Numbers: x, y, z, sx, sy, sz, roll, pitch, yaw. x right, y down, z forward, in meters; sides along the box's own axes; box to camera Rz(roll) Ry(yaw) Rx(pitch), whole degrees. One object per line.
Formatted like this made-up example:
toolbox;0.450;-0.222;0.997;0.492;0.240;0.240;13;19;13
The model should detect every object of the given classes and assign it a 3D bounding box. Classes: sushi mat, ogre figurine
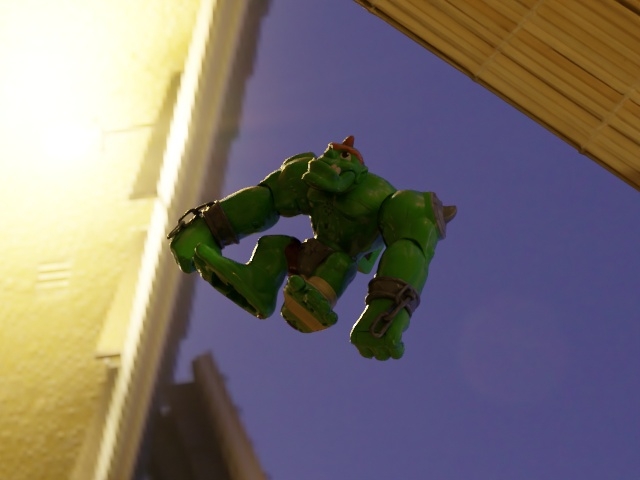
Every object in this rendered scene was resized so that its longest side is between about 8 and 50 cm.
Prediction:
sushi mat;0.173;-0.103;0.737;0.316;0.151;0.019;35;-13;9
ogre figurine;0.000;0.000;0.931;0.197;0.118;0.097;4;-43;55
